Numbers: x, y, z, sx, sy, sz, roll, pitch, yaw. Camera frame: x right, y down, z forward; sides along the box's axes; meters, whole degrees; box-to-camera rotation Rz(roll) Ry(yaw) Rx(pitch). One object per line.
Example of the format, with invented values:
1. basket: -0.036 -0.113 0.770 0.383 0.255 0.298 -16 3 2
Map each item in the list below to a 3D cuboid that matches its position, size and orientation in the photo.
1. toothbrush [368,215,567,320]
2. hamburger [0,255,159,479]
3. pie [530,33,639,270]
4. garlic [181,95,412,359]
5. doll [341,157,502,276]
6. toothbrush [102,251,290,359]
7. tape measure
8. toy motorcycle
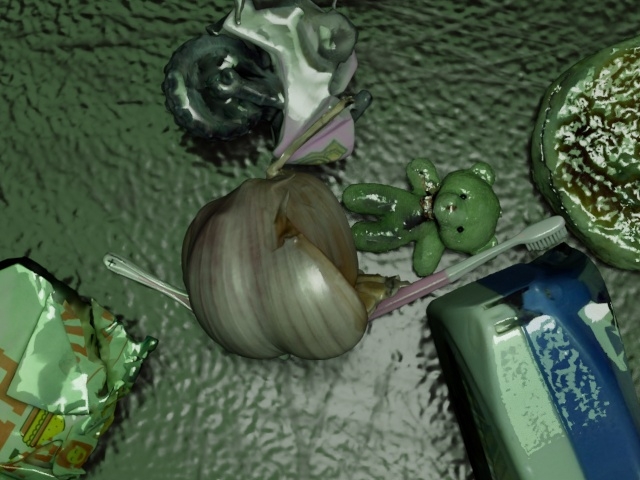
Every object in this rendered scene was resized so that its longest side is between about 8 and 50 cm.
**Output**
1. toothbrush: 0.102 0.043 1.812 0.286 0.025 0.020 -24 46 8
2. hamburger: -0.263 0.121 1.774 0.235 0.125 0.214 -27 91 1
3. pie: 0.319 -0.084 1.834 0.240 0.054 0.241 0 82 1
4. garlic: 0.000 0.000 1.750 0.207 0.207 0.257 33 96 3
5. doll: 0.097 -0.022 1.818 0.150 0.077 0.115 -5 92 7
6. toothbrush: -0.118 0.063 1.830 0.204 0.022 0.017 28 101 3
7. tape measure: 0.195 0.146 1.711 0.138 0.259 0.262 -16 93 -1
8. toy motorcycle: 0.000 -0.200 1.808 0.188 0.143 0.327 38 70 -5
